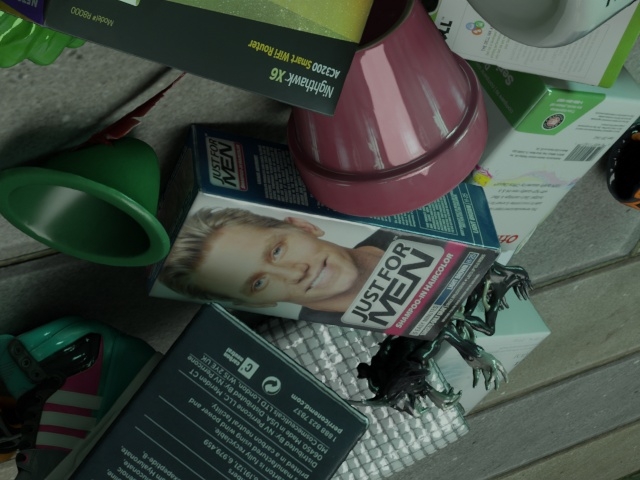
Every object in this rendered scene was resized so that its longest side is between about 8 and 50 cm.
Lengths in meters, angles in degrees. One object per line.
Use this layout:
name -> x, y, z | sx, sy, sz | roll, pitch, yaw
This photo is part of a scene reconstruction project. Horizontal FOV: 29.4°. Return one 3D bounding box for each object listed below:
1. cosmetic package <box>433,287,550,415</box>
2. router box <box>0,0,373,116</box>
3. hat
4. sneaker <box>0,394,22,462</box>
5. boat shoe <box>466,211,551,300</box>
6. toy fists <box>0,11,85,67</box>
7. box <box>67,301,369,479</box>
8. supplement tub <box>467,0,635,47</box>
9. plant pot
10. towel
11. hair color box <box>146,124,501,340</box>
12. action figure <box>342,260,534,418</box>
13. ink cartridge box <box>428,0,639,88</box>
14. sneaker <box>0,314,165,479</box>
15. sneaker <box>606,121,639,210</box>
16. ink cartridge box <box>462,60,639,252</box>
cosmetic package -> 0.182, 0.162, 1.849 | 0.224, 0.138, 0.224 | 0, 141, -43
router box -> -0.071, -0.243, 0.907 | 0.309, 0.081, 0.242 | 10, 102, -50
hat -> -0.196, -0.092, 1.201 | 0.209, 0.183, 0.173 | 6, 152, 21
sneaker -> -0.416, 0.210, 1.425 | 0.083, 0.084, 0.215 | -43, 159, 17
boat shoe -> 0.250, -0.022, 1.653 | 0.094, 0.109, 0.302 | 3, 135, -49
toy fists -> -0.266, -0.211, 0.871 | 0.279, 0.096, 0.142 | 10, 117, -51
box -> -0.150, 0.290, 1.328 | 0.395, 0.212, 0.293 | -53, 177, -8
supplement tub -> 0.269, -0.329, 1.035 | 0.338, 0.207, 0.207 | -35, 154, -17
plant pot -> 0.049, -0.154, 1.179 | 0.201, 0.201, 0.180 | -29, 136, -4
towel -> 0.040, 0.187, 1.655 | 0.235, 0.121, 0.283 | -28, 109, 8
hair color box -> 0.000, 0.000, 1.329 | 0.347, 0.105, 0.174 | 11, 135, -21
action figure -> 0.154, 0.140, 1.499 | 0.276, 0.141, 0.164 | -43, -171, -26
ink cartridge box -> 0.203, -0.271, 1.236 | 0.255, 0.097, 0.188 | 11, 143, -3
sneaker -> -0.319, 0.193, 1.367 | 0.295, 0.178, 0.124 | -51, 175, -33
sneaker -> 0.534, -0.147, 1.700 | 0.180, 0.124, 0.321 | 4, 137, -48
ink cartridge box -> 0.223, -0.113, 1.464 | 0.201, 0.117, 0.278 | -1, 141, -42
